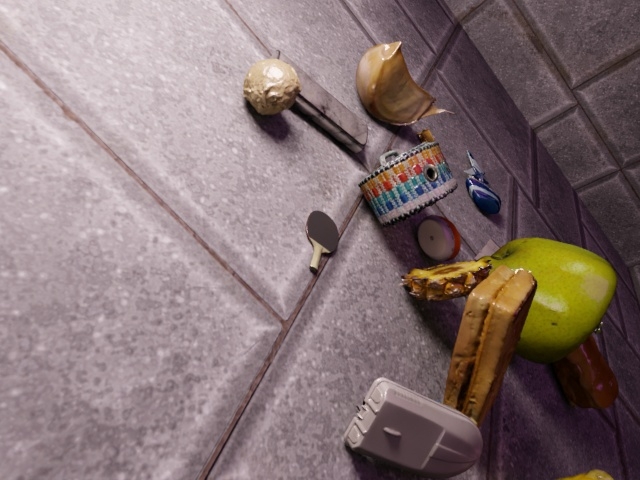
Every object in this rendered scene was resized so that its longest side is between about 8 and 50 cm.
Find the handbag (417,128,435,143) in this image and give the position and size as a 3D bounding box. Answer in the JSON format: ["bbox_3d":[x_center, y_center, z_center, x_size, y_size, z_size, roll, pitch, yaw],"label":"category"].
[{"bbox_3d":[0.373,-0.344,1.492,0.061,0.027,0.083,-23,85,-52],"label":"handbag"}]

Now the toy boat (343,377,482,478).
[{"bbox_3d":[0.168,0.337,0.770,0.269,0.141,0.140,28,48,-32],"label":"toy boat"}]

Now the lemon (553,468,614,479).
[{"bbox_3d":[0.558,0.651,0.845,0.336,0.336,0.336,26,49,-34],"label":"lemon"}]

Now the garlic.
[{"bbox_3d":[0.231,-0.425,1.270,0.338,0.196,0.151,32,59,-40],"label":"garlic"}]

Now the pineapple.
[{"bbox_3d":[0.296,0.095,1.000,0.225,0.225,0.076,-12,93,-50],"label":"pineapple"}]

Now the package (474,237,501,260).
[{"bbox_3d":[0.629,0.122,1.444,0.250,0.062,0.204,56,38,2],"label":"package"}]

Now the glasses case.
[{"bbox_3d":[-0.004,-0.336,1.057,0.299,0.060,0.114,31,44,-31],"label":"glasses case"}]

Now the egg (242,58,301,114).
[{"bbox_3d":[-0.101,-0.318,0.896,0.118,0.116,0.140,17,13,-27],"label":"egg"}]

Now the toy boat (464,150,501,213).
[{"bbox_3d":[0.592,-0.228,1.626,0.210,0.070,0.291,7,58,-50],"label":"toy boat"}]

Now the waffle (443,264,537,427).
[{"bbox_3d":[0.361,0.233,0.929,0.224,0.098,0.327,-22,127,-47],"label":"waffle"}]

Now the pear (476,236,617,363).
[{"bbox_3d":[0.569,0.149,1.186,0.318,0.342,0.238,34,35,11],"label":"pear"}]

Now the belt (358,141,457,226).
[{"bbox_3d":[0.218,-0.156,1.064,0.295,0.207,0.160,-33,94,-53],"label":"belt"}]

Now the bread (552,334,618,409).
[{"bbox_3d":[0.852,0.380,1.444,0.195,0.149,0.344,-9,73,-50],"label":"bread"}]

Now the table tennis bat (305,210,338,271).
[{"bbox_3d":[0.000,0.000,0.886,0.087,0.013,0.156,40,42,-24],"label":"table tennis bat"}]

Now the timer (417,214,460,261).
[{"bbox_3d":[0.330,-0.005,1.179,0.136,0.099,0.136,29,53,-48],"label":"timer"}]
